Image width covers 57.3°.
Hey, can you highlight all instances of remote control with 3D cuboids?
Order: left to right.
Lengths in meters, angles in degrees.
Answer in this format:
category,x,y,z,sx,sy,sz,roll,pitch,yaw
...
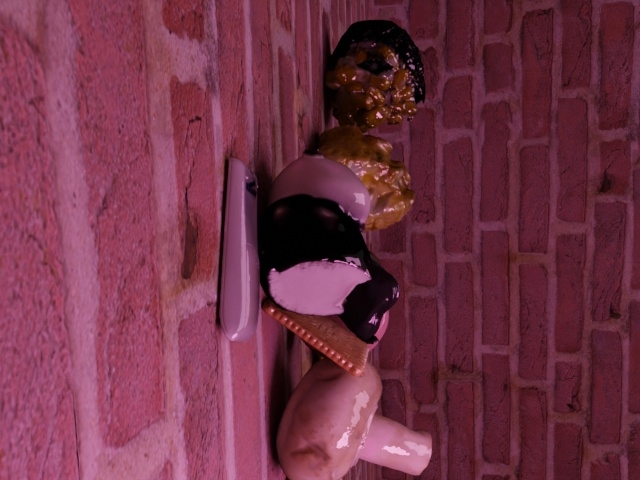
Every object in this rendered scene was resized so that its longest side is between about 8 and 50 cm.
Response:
category,x,y,z,sx,sy,sz,roll,pitch,yaw
remote control,-0.131,0.018,1.022,0.109,0.055,0.312,45,45,-75

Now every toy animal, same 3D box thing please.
category,x,y,z,sx,sy,sz,roll,pitch,yaw
toy animal,-0.016,-0.030,1.192,0.251,0.251,0.309,77,5,-50

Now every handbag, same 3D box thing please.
category,x,y,z,sx,sy,sz,roll,pitch,yaw
handbag,0.054,0.073,1.361,0.075,0.332,0.191,-14,143,-41

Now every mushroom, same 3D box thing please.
category,x,y,z,sx,sy,sz,roll,pitch,yaw
mushroom,0.049,0.409,1.348,0.356,0.315,0.315,6,82,-40

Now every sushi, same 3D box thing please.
category,x,y,z,sx,sy,sz,roll,pitch,yaw
sushi,0.172,-0.546,1.972,0.285,0.328,0.328,-59,150,-51

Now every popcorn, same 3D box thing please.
category,x,y,z,sx,sy,sz,roll,pitch,yaw
popcorn,0.113,-0.179,1.761,0.334,0.294,0.292,56,-10,-20

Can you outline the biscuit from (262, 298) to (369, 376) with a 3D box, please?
category,x,y,z,sx,sy,sz,roll,pitch,yaw
biscuit,-0.006,0.194,1.270,0.030,0.250,0.160,-56,178,15

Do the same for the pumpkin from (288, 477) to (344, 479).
category,x,y,z,sx,sy,sz,roll,pitch,yaw
pumpkin,0.002,0.624,1.442,0.217,0.110,0.217,0,90,-52

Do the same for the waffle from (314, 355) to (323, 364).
category,x,y,z,sx,sy,sz,roll,pitch,yaw
waffle,0.090,0.312,1.818,0.302,0.068,0.325,-60,156,0

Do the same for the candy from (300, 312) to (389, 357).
category,x,y,z,sx,sy,sz,roll,pitch,yaw
candy,0.051,0.170,1.473,0.094,0.256,0.255,67,25,-63

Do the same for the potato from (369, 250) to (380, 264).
category,x,y,z,sx,sy,sz,roll,pitch,yaw
potato,0.093,0.113,1.806,0.262,0.165,0.164,-34,125,-53
